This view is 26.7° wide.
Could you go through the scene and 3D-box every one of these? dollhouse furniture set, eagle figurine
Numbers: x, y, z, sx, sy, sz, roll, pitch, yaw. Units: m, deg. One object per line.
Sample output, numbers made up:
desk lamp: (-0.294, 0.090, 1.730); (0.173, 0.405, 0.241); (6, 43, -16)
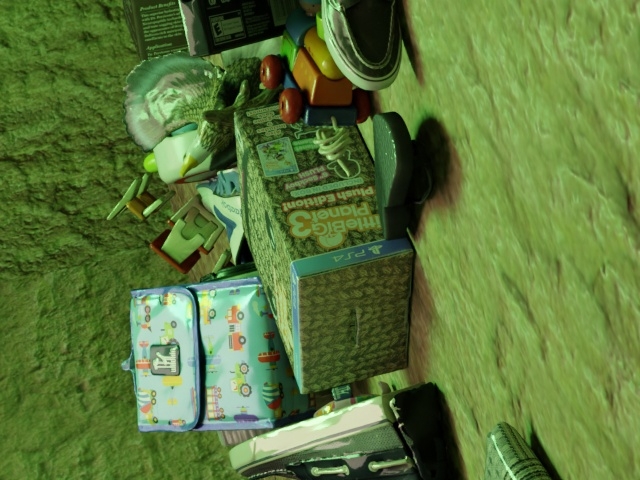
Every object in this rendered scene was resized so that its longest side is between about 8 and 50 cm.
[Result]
dollhouse furniture set: (-0.252, 0.007, 2.461); (0.262, 0.135, 0.259); (40, -168, -2)
eagle figurine: (-0.159, -0.189, 2.045); (0.298, 0.225, 0.226); (24, 137, 67)

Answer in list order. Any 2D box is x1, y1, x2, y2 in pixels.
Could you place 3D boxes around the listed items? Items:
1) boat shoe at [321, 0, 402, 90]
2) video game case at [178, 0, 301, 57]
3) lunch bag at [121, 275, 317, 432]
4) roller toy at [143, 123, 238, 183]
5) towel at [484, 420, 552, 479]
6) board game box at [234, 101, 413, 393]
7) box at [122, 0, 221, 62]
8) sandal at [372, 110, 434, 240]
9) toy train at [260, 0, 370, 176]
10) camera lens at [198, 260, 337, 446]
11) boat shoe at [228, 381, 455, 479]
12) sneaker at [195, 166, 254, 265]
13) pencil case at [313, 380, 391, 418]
boat shoe: (0.036, -0.262, 1.368); (0.070, 0.078, 0.219); (127, 131, -77)
video game case: (-0.102, -0.362, 1.631); (0.275, 0.035, 0.248); (-30, -68, -60)
lunch bag: (-0.170, 0.172, 2.039); (0.138, 0.293, 0.221); (-2, -95, -63)
roller toy: (-0.195, -0.187, 2.335); (0.191, 0.209, 0.146); (-18, 85, 64)
towel: (0.231, 0.382, 1.268); (0.312, 0.056, 0.324); (-120, 22, -47)
board game box: (0.000, 0.000, 1.695); (0.232, 0.141, 0.291); (89, 164, -48)
box: (-0.271, -0.449, 2.449); (0.167, 0.168, 0.203); (-114, 16, -47)
sandal: (0.088, -0.072, 1.434); (0.254, 0.054, 0.097); (81, 180, -77)
toy train: (0.014, -0.197, 1.540); (0.248, 0.105, 0.143); (-118, 31, -52)
camera lens: (-0.096, 0.175, 2.182); (0.219, 0.219, 0.274); (146, 110, -78)
boat shoe: (0.023, 0.291, 1.662); (0.340, 0.127, 0.158); (-26, 80, 46)
sneaker: (-0.132, -0.031, 2.361); (0.315, 0.127, 0.182); (160, 99, -77)
pencil case: (0.080, 0.333, 1.767); (0.124, 0.124, 0.284); (101, 155, -65)
